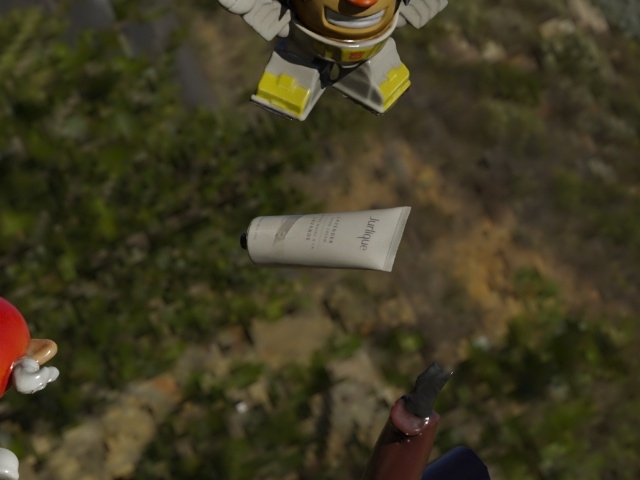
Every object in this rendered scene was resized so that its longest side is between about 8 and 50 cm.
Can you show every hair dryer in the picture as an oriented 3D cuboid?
[{"bbox_3d":[0.094,0.214,1.879,0.123,0.312,0.340,38,-46,20],"label":"hair dryer"}]

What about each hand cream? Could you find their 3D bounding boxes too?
[{"bbox_3d":[0.000,0.000,2.036,0.054,0.186,0.087,60,38,-43],"label":"hand cream"}]

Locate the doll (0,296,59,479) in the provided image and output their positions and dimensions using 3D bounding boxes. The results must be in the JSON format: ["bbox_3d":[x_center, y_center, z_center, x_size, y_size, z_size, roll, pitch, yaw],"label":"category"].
[{"bbox_3d":[-0.307,0.110,1.644,0.217,0.183,0.085,-80,166,-46],"label":"doll"}]

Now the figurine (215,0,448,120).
[{"bbox_3d":[0.025,-0.269,2.122,0.143,0.308,0.308,47,-12,33],"label":"figurine"}]
